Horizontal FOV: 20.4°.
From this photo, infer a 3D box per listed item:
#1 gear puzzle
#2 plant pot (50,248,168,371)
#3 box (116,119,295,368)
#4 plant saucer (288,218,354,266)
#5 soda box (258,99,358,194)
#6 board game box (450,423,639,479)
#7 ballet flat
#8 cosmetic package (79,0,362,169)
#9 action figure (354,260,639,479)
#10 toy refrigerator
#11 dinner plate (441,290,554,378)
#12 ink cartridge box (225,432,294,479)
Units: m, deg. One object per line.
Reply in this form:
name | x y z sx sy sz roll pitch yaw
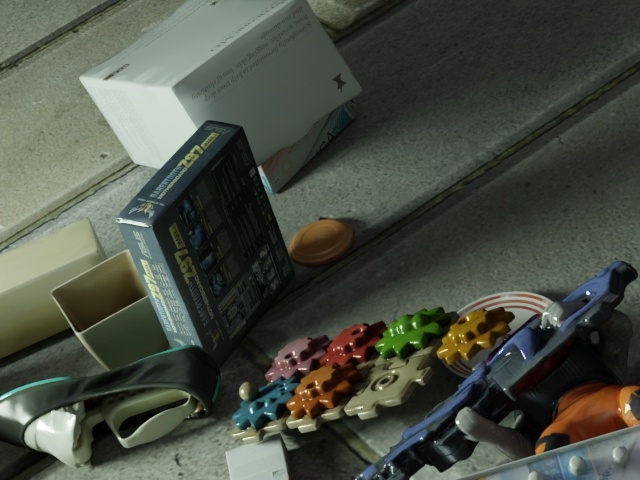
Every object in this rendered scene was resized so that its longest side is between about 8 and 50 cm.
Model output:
gear puzzle | 0.052 0.123 1.854 0.339 0.044 0.175 -17 23 37
plant pot | -0.239 0.094 2.097 0.109 0.096 0.109 -29 37 -11
box | -0.127 0.008 2.034 0.059 0.232 0.183 10 47 34
plant saucer | 0.000 0.000 2.168 0.083 0.013 0.083 -15 36 11
soda box | -0.034 -0.140 2.326 0.058 0.063 0.183 15 50 43
board game box | 0.255 0.332 1.444 0.390 0.050 0.390 -18 57 7
ballet flat | -0.247 0.192 1.981 0.280 0.095 0.096 -18 47 5
cosmetic package | -0.138 -0.200 2.285 0.217 0.156 0.385 -38 19 -17
action figure | 0.217 0.201 1.704 0.341 0.178 0.330 -37 27 8
toy refrigerator | -0.387 0.081 2.199 0.270 0.094 0.102 -24 28 -4
dinner plate | 0.196 0.106 1.922 0.141 0.017 0.141 -14 37 11
ink cartridge box | -0.059 0.255 1.850 0.063 0.029 0.115 -20 36 3
